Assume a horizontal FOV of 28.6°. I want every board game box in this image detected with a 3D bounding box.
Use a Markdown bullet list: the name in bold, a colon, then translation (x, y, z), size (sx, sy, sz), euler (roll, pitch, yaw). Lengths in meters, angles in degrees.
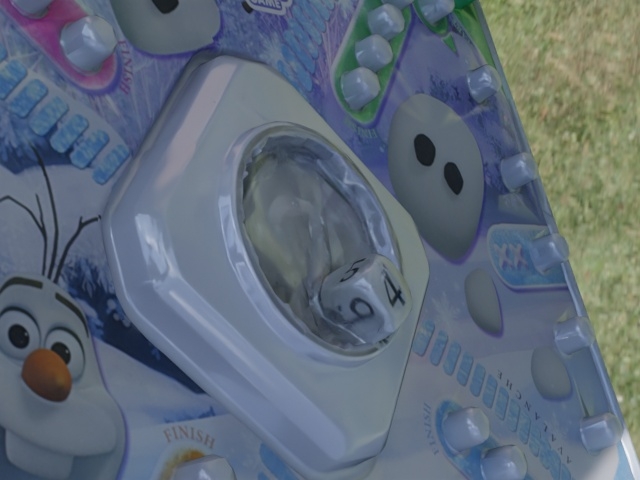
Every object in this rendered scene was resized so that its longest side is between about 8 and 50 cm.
- **board game box**: translation (0.000, 0.000, 0.403), size (0.050, 0.390, 0.389), euler (-26, 74, 36)
